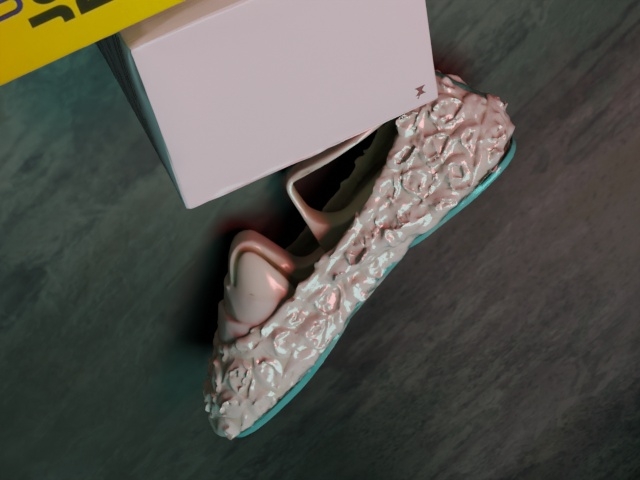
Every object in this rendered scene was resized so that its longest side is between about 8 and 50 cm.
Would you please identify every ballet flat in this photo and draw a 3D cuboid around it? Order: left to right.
[{"bbox_3d":[0.000,0.000,1.186,0.409,0.147,0.147,-48,139,15],"label":"ballet flat"}]

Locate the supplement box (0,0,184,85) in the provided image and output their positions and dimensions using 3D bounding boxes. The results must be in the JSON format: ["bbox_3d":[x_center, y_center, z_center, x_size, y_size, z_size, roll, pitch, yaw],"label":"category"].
[{"bbox_3d":[-0.151,-0.249,0.743,0.357,0.194,0.195,-26,141,-7],"label":"supplement box"}]

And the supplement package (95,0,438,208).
[{"bbox_3d":[-0.056,-0.169,0.884,0.194,0.203,0.149,-25,141,-9],"label":"supplement package"}]
